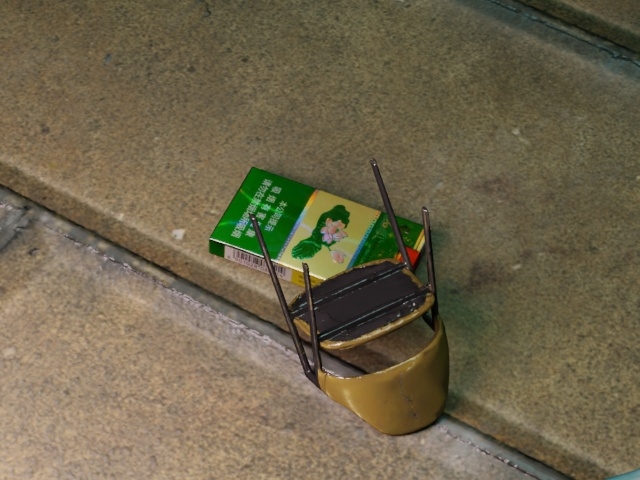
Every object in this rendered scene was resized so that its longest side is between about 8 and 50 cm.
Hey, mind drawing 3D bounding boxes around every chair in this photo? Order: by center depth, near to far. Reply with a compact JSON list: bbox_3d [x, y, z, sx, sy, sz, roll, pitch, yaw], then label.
[{"bbox_3d":[0.049,0.072,1.968,0.158,0.247,0.172,-24,35,-15],"label":"chair"}]

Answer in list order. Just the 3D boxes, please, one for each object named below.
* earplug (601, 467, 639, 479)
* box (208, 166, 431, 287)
[{"bbox_3d":[0.266,0.316,1.788,0.324,0.185,0.185,-11,51,-9],"label":"earplug"},{"bbox_3d":[0.000,0.000,2.122,0.235,0.034,0.132,20,51,12],"label":"box"}]
